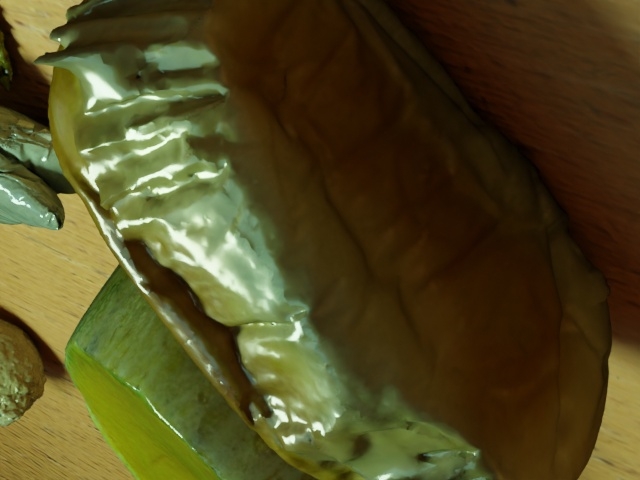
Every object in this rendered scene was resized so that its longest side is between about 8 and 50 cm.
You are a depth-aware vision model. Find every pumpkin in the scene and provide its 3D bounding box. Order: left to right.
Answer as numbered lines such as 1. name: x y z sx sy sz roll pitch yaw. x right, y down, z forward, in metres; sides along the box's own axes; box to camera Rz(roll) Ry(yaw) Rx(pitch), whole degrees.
1. pumpkin: -0.048 0.117 1.442 0.332 0.199 0.332 35 152 21

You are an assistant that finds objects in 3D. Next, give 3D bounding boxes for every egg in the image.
1. egg: -0.351 0.137 2.041 0.140 0.118 0.116 22 133 23

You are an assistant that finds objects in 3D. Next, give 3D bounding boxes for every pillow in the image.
1. pillow: -0.264 -0.066 1.598 0.134 0.078 0.181 36 166 -22

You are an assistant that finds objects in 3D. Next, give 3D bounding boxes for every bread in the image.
1. bread: 0.008 -0.006 1.127 0.183 0.236 0.389 -19 108 46

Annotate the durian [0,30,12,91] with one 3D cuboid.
1. durian: -0.322 -0.163 1.500 0.187 0.108 0.119 52 155 -20
